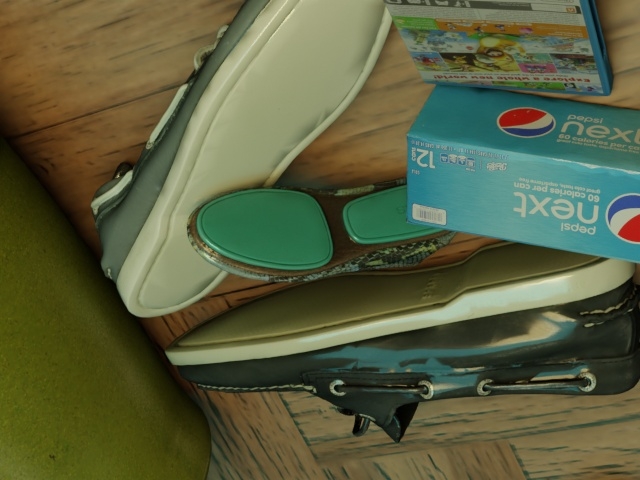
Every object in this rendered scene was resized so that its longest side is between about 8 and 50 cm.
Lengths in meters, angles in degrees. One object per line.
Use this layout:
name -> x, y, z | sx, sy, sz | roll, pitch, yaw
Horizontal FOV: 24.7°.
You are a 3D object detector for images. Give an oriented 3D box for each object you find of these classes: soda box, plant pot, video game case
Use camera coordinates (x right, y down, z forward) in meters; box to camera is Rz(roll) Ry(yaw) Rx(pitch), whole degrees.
soda box -> 0.161, -0.038, 0.887 | 0.210, 0.071, 0.067 | 11, 128, 17
plant pot -> -0.275, 0.108, 1.041 | 0.366, 0.366, 0.353 | -24, 123, 35
video game case -> 0.097, -0.127, 0.828 | 0.119, 0.015, 0.166 | 6, 161, 20

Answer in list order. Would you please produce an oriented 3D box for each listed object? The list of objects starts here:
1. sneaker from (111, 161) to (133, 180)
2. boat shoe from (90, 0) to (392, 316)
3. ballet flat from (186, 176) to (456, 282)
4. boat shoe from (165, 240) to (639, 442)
sneaker -> -0.135, -0.022, 1.063 | 0.035, 0.031, 0.083 | 11, 134, 5
boat shoe -> -0.063, -0.086, 0.928 | 0.099, 0.116, 0.319 | 56, 131, 28
ballet flat -> 0.000, 0.000, 0.942 | 0.188, 0.070, 0.070 | -3, 132, -22
boat shoe -> 0.056, 0.080, 0.984 | 0.340, 0.127, 0.113 | -13, 105, 21
